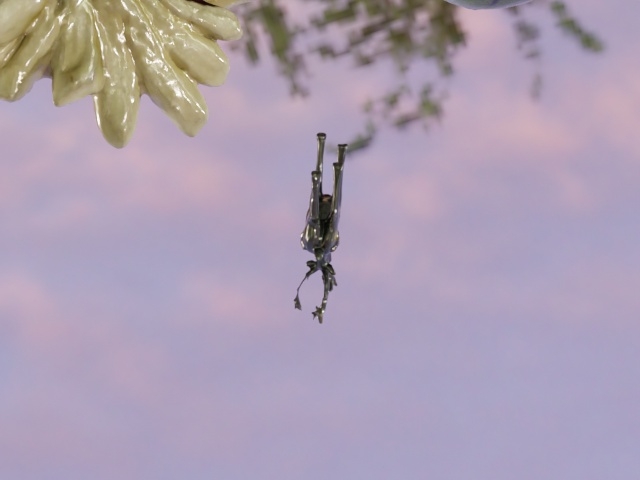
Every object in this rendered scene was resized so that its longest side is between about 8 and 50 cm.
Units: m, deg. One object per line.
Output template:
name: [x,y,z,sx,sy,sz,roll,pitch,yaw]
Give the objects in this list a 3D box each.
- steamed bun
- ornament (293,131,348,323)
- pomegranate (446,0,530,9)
steamed bun: [-0.202,-0.225,1.589,0.428,0.247,0.189,6,-161,-23]
ornament: [0.000,0.000,1.156,0.028,0.125,0.073,7,-152,1]
pomegranate: [0.147,-0.330,1.840,0.306,0.242,0.242,-39,-167,37]
